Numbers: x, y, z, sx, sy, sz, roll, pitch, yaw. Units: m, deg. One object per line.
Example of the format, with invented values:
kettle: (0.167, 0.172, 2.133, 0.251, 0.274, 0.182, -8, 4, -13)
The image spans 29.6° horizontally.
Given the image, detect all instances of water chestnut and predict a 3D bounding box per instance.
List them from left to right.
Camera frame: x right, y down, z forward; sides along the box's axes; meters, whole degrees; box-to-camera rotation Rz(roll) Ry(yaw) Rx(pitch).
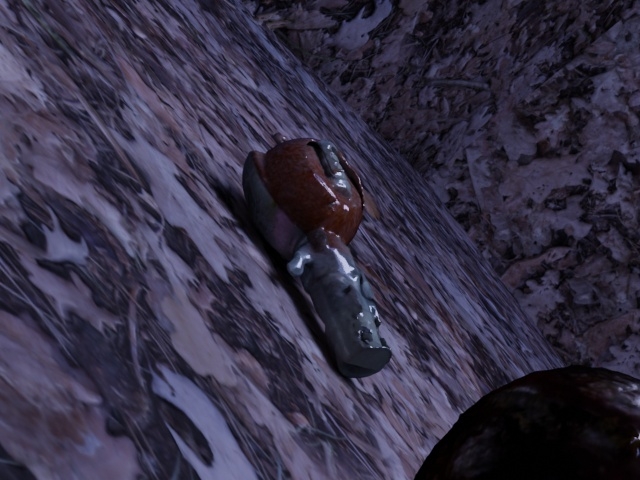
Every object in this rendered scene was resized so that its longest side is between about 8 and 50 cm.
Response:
water chestnut: (0.249, 0.234, 1.002, 0.335, 0.347, 0.335, 24, -35, 18)

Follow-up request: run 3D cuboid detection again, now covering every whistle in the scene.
whistle: (0.000, -0.001, 1.380, 0.142, 0.133, 0.346, 53, 12, -52)
